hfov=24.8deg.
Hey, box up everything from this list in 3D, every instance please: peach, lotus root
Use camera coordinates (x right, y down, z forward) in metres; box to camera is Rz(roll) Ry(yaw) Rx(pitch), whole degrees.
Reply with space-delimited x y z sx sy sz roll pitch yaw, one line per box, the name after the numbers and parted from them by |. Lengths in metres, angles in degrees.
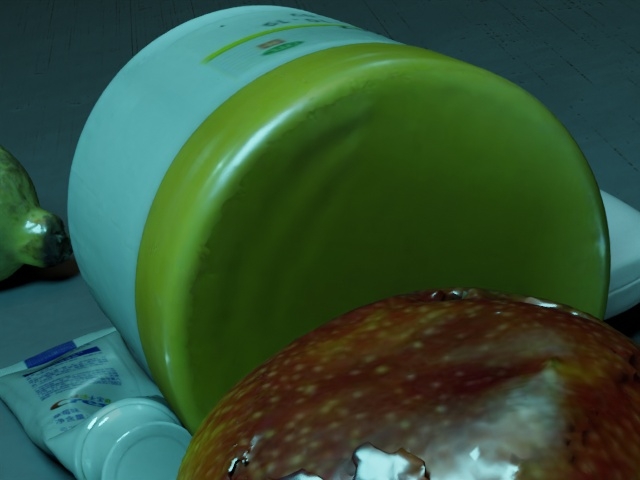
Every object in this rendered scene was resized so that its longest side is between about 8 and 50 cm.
0.052 0.128 0.493 0.231 0.231 0.231 -10 23 4 | peach
-0.289 -0.028 1.143 0.214 0.138 0.138 14 32 27 | lotus root

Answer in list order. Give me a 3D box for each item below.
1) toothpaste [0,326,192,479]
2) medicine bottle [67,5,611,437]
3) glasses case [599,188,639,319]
-0.135 0.101 0.878 0.096 0.061 0.266 -20 17 -18 | toothpaste
0.000 0.000 0.796 0.238 0.238 0.232 -18 23 -16 | medicine bottle
0.108 -0.011 0.984 0.113 0.075 0.297 -21 24 -21 | glasses case
